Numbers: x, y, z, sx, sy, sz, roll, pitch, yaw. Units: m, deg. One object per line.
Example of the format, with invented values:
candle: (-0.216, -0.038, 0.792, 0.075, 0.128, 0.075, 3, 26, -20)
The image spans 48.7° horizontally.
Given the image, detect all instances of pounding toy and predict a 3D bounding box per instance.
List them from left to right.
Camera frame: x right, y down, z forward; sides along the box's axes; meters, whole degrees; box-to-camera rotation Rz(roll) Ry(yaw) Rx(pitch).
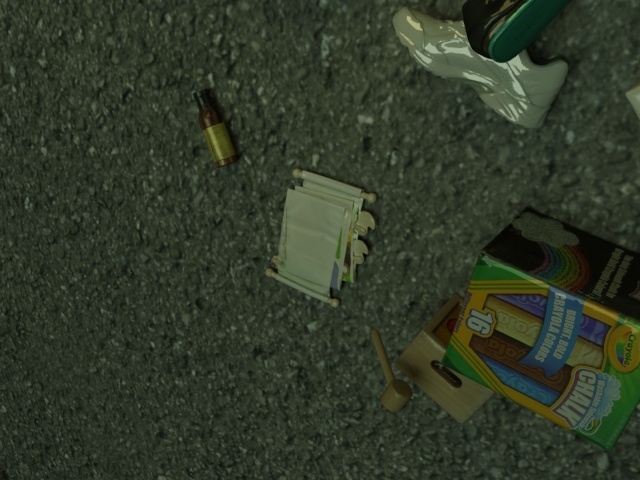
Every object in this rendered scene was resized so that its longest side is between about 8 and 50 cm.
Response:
pounding toy: (0.161, 0.160, 0.990, 0.181, 0.206, 0.094, 41, 127, 12)

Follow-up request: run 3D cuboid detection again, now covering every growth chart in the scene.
growth chart: (0.000, 0.000, 1.144, 0.172, 0.021, 0.237, 28, 124, 20)

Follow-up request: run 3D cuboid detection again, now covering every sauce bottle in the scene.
sauce bottle: (-0.175, -0.185, 1.163, 0.042, 0.042, 0.128, -8, 106, 36)

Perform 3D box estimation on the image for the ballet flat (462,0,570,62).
ballet flat: (0.270, -0.312, 0.763, 0.280, 0.095, 0.096, -34, 56, 16)

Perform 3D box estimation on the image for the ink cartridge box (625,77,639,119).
ink cartridge box: (0.459, -0.180, 0.629, 0.306, 0.226, 0.131, -31, 92, 38)

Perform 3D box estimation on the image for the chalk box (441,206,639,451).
chalk box: (0.332, 0.114, 0.875, 0.289, 0.180, 0.179, 27, 123, 22)

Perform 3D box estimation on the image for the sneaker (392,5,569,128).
sneaker: (0.201, -0.241, 0.872, 0.232, 0.090, 0.115, 33, 119, 7)
